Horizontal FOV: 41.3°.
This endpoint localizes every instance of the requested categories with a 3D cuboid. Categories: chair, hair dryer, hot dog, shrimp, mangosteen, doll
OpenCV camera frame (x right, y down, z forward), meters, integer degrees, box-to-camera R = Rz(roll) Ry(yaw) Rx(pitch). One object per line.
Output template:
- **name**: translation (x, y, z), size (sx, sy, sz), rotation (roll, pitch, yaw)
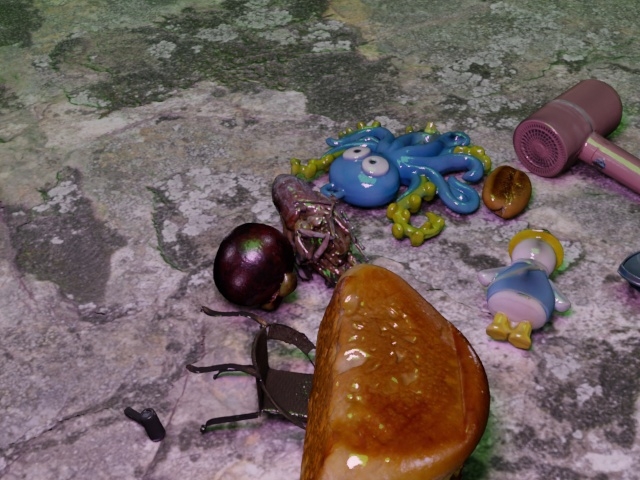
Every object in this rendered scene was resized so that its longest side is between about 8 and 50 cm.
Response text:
- **chair**: translation (-0.077, 0.199, 1.250), size (0.213, 0.149, 0.174), rotation (4, 38, 2)
- **hair dryer**: translation (-0.268, 0.265, 1.272), size (0.083, 0.047, 0.026), rotation (17, 45, 43)
- **hot dog**: translation (0.103, 0.220, 1.158), size (0.223, 0.185, 0.405), rotation (14, 41, -6)
- **shrimp**: translation (0.006, 0.001, 1.461), size (0.116, 0.145, 0.343), rotation (-23, 50, -15)
- **hot dog**: translation (0.350, -0.095, 1.591), size (0.090, 0.060, 0.140), rotation (19, 52, 7)
- **mangosteen**: translation (-0.103, 0.047, 1.419), size (0.152, 0.152, 0.152), rotation (-3, 42, 3)
- **hair dryer**: translation (0.568, -0.160, 1.619), size (0.210, 0.125, 0.352), rotation (-34, 59, -30)
- **doll**: translation (0.150, -0.145, 1.637), size (0.341, 0.098, 0.346), rotation (-28, 50, -21)
- **doll**: translation (0.338, 0.065, 1.388), size (0.135, 0.098, 0.241), rotation (-7, 35, 34)

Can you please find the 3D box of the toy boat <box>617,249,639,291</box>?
- **toy boat**: translation (0.629, 0.046, 1.359), size (0.296, 0.122, 0.114), rotation (0, 43, 6)
